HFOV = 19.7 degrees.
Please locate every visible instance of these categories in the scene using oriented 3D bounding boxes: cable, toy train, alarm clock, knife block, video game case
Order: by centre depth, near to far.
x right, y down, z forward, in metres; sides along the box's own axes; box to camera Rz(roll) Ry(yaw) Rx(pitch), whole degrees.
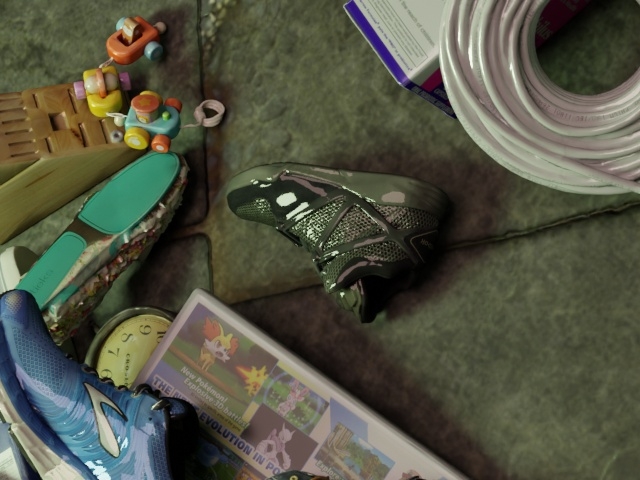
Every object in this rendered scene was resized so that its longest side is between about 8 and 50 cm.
[{"bbox_3d":[0.229,-0.166,1.532,0.257,0.089,0.257,10,104,9],"label":"cable"},{"bbox_3d":[-0.068,0.252,1.656,0.329,0.036,0.300,34,92,23],"label":"video game case"},{"bbox_3d":[-0.144,0.130,1.765,0.192,0.064,0.129,-2,77,32],"label":"alarm clock"},{"bbox_3d":[-0.178,-0.165,1.850,0.125,0.046,0.166,-35,60,-18],"label":"toy train"},{"bbox_3d":[-0.338,-0.055,1.938,0.275,0.242,0.088,-11,64,-19],"label":"knife block"}]

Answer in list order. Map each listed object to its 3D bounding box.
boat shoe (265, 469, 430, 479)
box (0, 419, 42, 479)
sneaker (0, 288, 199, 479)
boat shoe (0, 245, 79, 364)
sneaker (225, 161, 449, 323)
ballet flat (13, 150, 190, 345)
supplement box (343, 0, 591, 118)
[{"bbox_3d":[0.009,0.225,1.577,0.183,0.065,0.083,-27,72,14],"label":"boat shoe"},{"bbox_3d":[-0.352,0.233,1.882,0.136,0.036,0.225,-33,64,20],"label":"box"},{"bbox_3d":[-0.187,0.172,1.646,0.147,0.130,0.330,-35,71,-5],"label":"sneaker"},{"bbox_3d":[-0.302,0.115,1.864,0.081,0.079,0.227,-32,56,22],"label":"boat shoe"},{"bbox_3d":[0.000,0.000,1.697,0.227,0.087,0.130,9,75,28],"label":"sneaker"},{"bbox_3d":[-0.216,0.011,1.826,0.241,0.077,0.091,-45,52,-14],"label":"ballet flat"},{"bbox_3d":[0.151,-0.231,1.653,0.220,0.111,0.114,-42,59,16],"label":"supplement box"}]
